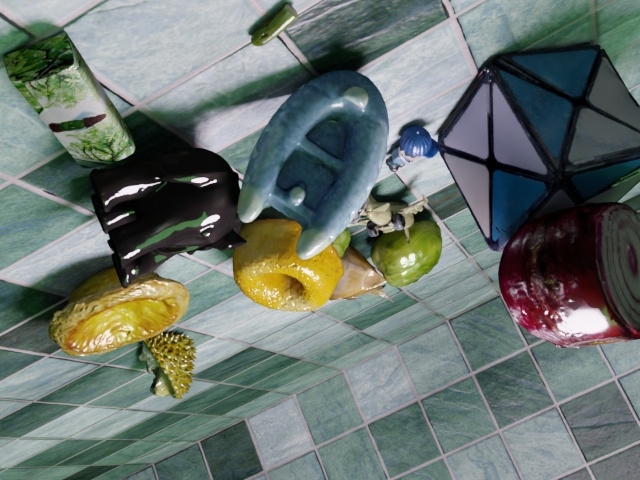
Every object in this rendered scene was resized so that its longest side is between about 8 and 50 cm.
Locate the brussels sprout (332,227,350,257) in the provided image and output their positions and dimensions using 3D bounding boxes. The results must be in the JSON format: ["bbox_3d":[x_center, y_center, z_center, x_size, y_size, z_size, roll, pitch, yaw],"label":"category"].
[{"bbox_3d":[0.000,0.003,2.067,0.155,0.117,0.155,-17,141,-14],"label":"brussels sprout"}]

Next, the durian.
[{"bbox_3d":[-0.437,0.358,2.456,0.166,0.172,0.306,7,162,-10],"label":"durian"}]

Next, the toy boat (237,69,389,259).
[{"bbox_3d":[0.002,-0.141,1.468,0.330,0.215,0.123,-57,-172,-11],"label":"toy boat"}]

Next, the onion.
[{"bbox_3d":[0.488,0.077,1.680,0.260,0.282,0.336,-18,175,39],"label":"onion"}]

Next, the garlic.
[{"bbox_3d":[0.090,0.116,2.317,0.151,0.196,0.338,-64,167,-9],"label":"garlic"}]

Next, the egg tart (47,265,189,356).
[{"bbox_3d":[-0.448,0.138,1.904,0.319,0.128,0.319,-20,157,-9],"label":"egg tart"}]

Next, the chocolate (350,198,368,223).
[{"bbox_3d":[0.051,-0.112,1.853,0.110,0.110,0.248,-19,157,-12],"label":"chocolate"}]

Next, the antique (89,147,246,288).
[{"bbox_3d":[-0.256,-0.047,1.525,0.255,0.185,0.322,-23,168,-20],"label":"antique"}]

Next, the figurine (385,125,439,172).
[{"bbox_3d":[0.188,-0.199,1.857,0.077,0.079,0.136,-37,-168,-31],"label":"figurine"}]

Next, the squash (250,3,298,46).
[{"bbox_3d":[-0.072,-0.318,1.301,0.083,0.027,0.027,-35,157,27],"label":"squash"}]

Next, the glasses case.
[{"bbox_3d":[-0.355,-0.191,1.262,0.095,0.062,0.272,-23,160,-2],"label":"glasses case"}]

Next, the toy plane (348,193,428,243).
[{"bbox_3d":[0.170,-0.060,2.137,0.242,0.104,0.256,-17,158,28],"label":"toy plane"}]

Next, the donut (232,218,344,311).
[{"bbox_3d":[-0.080,0.070,1.979,0.277,0.108,0.277,8,148,5],"label":"donut"}]

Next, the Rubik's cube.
[{"bbox_3d":[0.464,-0.192,1.797,0.305,0.307,0.310,-11,155,-26],"label":"Rubik's cube"}]

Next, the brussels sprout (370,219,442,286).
[{"bbox_3d":[0.238,0.024,2.322,0.223,0.161,0.223,-41,176,-4],"label":"brussels sprout"}]
